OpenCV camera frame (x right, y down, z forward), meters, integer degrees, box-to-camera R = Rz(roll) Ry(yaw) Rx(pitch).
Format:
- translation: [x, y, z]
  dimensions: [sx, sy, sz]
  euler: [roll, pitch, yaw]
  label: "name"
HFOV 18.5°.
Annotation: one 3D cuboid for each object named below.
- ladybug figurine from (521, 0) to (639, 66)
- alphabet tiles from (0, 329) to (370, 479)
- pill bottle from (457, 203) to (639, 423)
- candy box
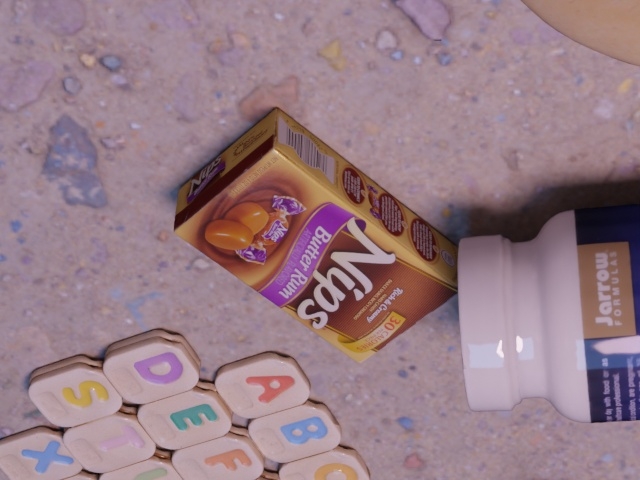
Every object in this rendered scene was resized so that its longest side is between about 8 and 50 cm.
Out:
- translation: [0.289, -0.259, 1.063]
  dimensions: [0.449, 0.162, 0.305]
  euler: [-22, 114, 35]
  label: "ladybug figurine"
- translation: [-0.114, 0.188, 1.607]
  dimensions: [0.278, 0.021, 0.284]
  euler: [-18, 127, 18]
  label: "alphabet tiles"
- translation: [0.232, 0.050, 1.375]
  dimensions: [0.265, 0.153, 0.153]
  euler: [-5, 131, 7]
  label: "pill bottle"
- translation: [0.000, 0.000, 1.415]
  dimensions: [0.187, 0.053, 0.109]
  euler: [35, 124, -26]
  label: "candy box"
